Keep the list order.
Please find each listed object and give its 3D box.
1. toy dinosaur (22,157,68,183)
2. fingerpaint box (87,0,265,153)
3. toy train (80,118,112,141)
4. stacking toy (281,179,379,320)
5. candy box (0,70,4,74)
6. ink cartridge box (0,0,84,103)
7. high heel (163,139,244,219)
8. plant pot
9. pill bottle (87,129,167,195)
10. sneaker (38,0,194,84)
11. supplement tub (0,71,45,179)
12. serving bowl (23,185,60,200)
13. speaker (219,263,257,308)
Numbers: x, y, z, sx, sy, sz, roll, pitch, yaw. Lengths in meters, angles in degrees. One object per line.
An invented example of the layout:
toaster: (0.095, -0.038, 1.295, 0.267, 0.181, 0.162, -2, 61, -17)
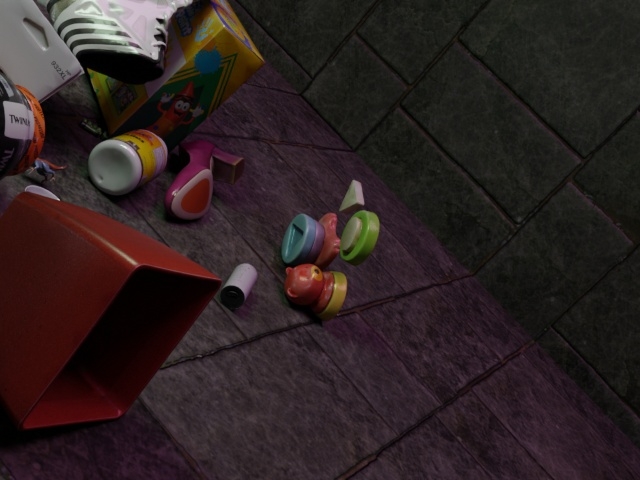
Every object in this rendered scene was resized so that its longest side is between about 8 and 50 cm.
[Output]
toy dinosaur: (-0.537, -0.145, 1.737, 0.090, 0.047, 0.082, -55, 128, -42)
fingerpaint box: (-0.376, -0.460, 2.251, 0.163, 0.371, 0.445, 37, 17, -44)
toy train: (-0.510, -0.248, 2.091, 0.083, 0.017, 0.024, 33, 31, -27)
stacking toy: (0.000, 0.000, 2.194, 0.130, 0.280, 0.309, 21, 28, -24)
candy box: (-0.690, -0.344, 1.748, 0.316, 0.087, 0.183, 49, -1, 17)
ink cartridge box: (-0.609, -0.408, 1.844, 0.223, 0.129, 0.307, 55, -8, -26)
high heel: (-0.327, -0.147, 2.167, 0.181, 0.127, 0.377, 16, 19, 12)
plant pot: (-0.348, 0.081, 1.296, 0.235, 0.267, 0.267, 39, 5, 18)
pill bottle: (-0.405, -0.173, 1.980, 0.117, 0.117, 0.215, 42, 18, -2)
sneaker: (-0.348, -0.457, 1.955, 0.447, 0.169, 0.258, -21, 80, -34)
supplement tub: (-0.613, -0.188, 1.456, 0.207, 0.207, 0.338, 48, 20, 17)
serving bowl: (-0.506, -0.062, 1.672, 0.083, 0.027, 0.083, 38, 20, -16)
speaker: (-0.173, 0.096, 1.955, 0.055, 0.055, 0.136, 40, 18, -7)
